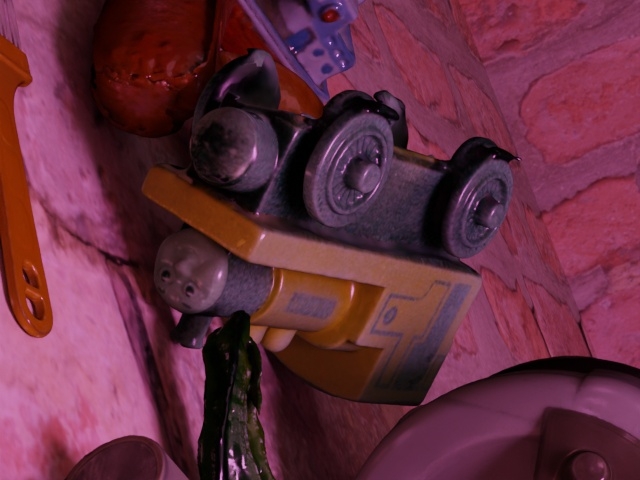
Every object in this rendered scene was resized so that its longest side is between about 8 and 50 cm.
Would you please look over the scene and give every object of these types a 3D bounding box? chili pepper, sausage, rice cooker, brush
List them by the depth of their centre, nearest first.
[{"bbox_3d":[-0.196,-0.063,1.047,0.103,0.013,0.272,39,31,-59],"label":"brush"},{"bbox_3d":[-0.025,0.189,1.129,0.122,0.065,0.279,-31,98,-41],"label":"chili pepper"},{"bbox_3d":[0.175,0.251,1.301,0.335,0.335,0.325,68,15,6],"label":"rice cooker"},{"bbox_3d":[-0.119,-0.174,1.320,0.102,0.102,0.330,59,17,-25],"label":"sausage"}]

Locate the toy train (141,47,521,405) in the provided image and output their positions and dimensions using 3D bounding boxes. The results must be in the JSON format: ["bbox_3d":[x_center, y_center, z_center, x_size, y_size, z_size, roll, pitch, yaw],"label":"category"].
[{"bbox_3d":[0.000,0.000,1.264,0.150,0.237,0.369,31,10,31],"label":"toy train"}]

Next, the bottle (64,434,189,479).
[{"bbox_3d":[-0.069,0.198,0.981,0.201,0.072,0.072,56,18,-36],"label":"bottle"}]

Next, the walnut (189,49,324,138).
[{"bbox_3d":[-0.042,-0.076,1.401,0.115,0.116,0.207,-97,165,-47],"label":"walnut"}]

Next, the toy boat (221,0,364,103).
[{"bbox_3d":[-0.064,-0.277,1.591,0.332,0.133,0.145,54,20,-37],"label":"toy boat"}]
